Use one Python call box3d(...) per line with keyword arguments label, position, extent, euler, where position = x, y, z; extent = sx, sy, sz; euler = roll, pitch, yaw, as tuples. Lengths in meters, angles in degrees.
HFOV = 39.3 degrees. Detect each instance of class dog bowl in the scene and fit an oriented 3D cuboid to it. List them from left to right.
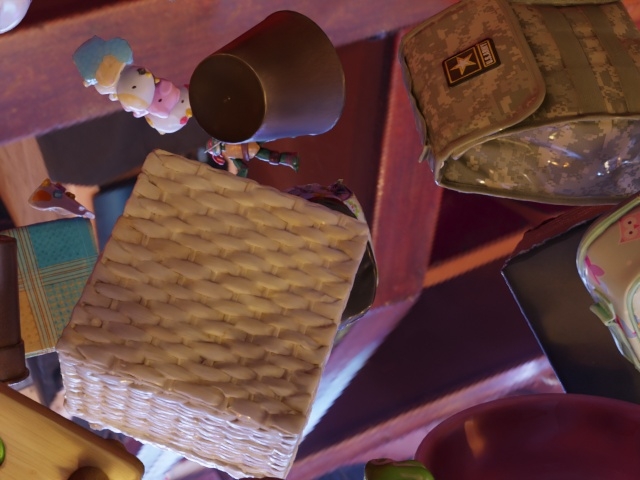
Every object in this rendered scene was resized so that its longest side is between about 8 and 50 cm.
box3d(label="dog bowl", position=(0.278, 0.314, 1.026), extent=(0.408, 0.408, 0.150), euler=(-15, 108, -29))

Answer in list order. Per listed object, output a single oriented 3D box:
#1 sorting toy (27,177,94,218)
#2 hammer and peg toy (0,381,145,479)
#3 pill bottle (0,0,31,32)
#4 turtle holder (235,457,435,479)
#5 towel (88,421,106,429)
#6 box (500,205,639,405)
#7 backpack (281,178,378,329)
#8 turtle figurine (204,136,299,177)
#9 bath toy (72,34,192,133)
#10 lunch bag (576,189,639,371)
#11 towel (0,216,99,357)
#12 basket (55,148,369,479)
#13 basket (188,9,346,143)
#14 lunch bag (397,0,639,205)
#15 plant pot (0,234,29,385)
box3d(label="sorting toy", position=(-0.365, -0.051, 1.289), extent=(0.045, 0.075, 0.083), euler=(-62, 173, 0))
box3d(label="hammer and peg toy", position=(-0.362, 0.213, 0.743), extent=(0.266, 0.361, 0.127), euler=(-61, -177, 6))
box3d(label="pill bottle", position=(-0.531, -0.455, 1.422), extent=(0.182, 0.323, 0.181), euler=(5, 143, 3))
box3d(label="turtle holder", position=(-0.047, 0.311, 0.815), extent=(0.243, 0.227, 0.320), euler=(34, 88, -20))
box3d(label="towel", position=(-0.279, 0.226, 1.561), extent=(0.282, 0.049, 0.187), euler=(-9, 103, -5))
box3d(label="box", position=(0.532, 0.159, 1.411), extent=(0.297, 0.480, 0.472), euler=(-28, 177, 18))
box3d(label="backpack", position=(0.000, 0.000, 1.993), extent=(0.273, 0.355, 0.290), euler=(-26, 107, -21))
box3d(label="turtle figurine", position=(-0.166, -0.200, 1.951), extent=(0.234, 0.118, 0.175), euler=(-5, 135, 4))
box3d(label="bath toy", position=(-0.362, -0.316, 1.871), extent=(0.129, 0.151, 0.348), euler=(-34, 162, 10))
box3d(label="lunch bag", position=(0.382, 0.038, 0.898), extent=(0.224, 0.108, 0.279), euler=(-33, 131, 7))
box3d(label="towel", position=(-0.629, 0.110, 1.848), extent=(0.370, 0.271, 0.040), euler=(-13, 177, -22))
box3d(label="basket", position=(-0.135, 0.107, 1.189), extent=(0.266, 0.331, 0.328), euler=(114, -4, -65))
box3d(label="basket", position=(-0.083, -0.232, 1.334), extent=(0.154, 0.204, 0.227), euler=(-19, -172, 31))
box3d(label="lunch bag", position=(0.243, -0.172, 1.064), extent=(0.287, 0.235, 0.169), euler=(-2, 139, -9))
box3d(label="plant pot", position=(-0.417, 0.075, 1.031), extent=(0.167, 0.167, 0.165), euler=(2, 94, -41))
